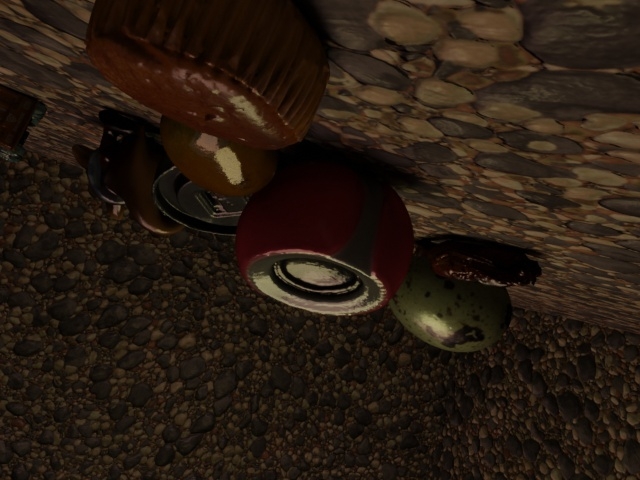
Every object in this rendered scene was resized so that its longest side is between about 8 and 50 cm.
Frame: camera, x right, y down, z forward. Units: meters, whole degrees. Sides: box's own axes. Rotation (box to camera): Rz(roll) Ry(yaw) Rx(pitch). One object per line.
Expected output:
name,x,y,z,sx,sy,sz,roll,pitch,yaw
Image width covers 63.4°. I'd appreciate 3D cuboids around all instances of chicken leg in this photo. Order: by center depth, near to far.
chicken leg,0.346,0.040,1.272,0.158,0.095,0.407,-3,-171,-30

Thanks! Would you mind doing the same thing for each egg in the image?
egg,0.377,0.174,1.544,0.380,0.287,0.287,31,177,6

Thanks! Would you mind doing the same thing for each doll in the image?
doll,-0.397,-0.153,1.160,0.340,0.209,0.317,8,138,53

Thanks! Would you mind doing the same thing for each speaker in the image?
speaker,0.000,0.000,0.864,0.295,0.294,0.294,17,176,1

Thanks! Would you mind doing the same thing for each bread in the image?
bread,-0.091,-0.146,0.432,0.199,0.104,0.199,19,177,1

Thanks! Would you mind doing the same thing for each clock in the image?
clock,-0.178,-0.095,0.998,0.281,0.055,0.280,-1,153,0

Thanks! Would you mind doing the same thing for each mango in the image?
mango,-0.138,-0.134,0.695,0.152,0.120,0.221,13,168,14

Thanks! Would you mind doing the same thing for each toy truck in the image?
toy truck,-0.755,-0.276,1.202,0.162,0.136,0.305,28,168,-31

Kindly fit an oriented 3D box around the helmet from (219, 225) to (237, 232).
helmet,-0.171,-0.077,1.252,0.198,0.154,0.253,31,174,-21
